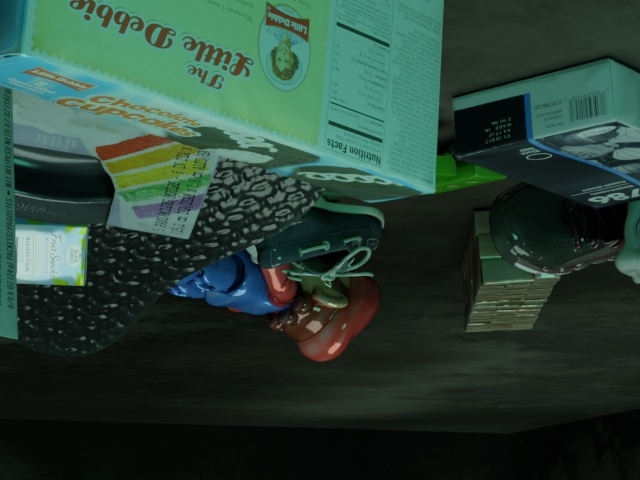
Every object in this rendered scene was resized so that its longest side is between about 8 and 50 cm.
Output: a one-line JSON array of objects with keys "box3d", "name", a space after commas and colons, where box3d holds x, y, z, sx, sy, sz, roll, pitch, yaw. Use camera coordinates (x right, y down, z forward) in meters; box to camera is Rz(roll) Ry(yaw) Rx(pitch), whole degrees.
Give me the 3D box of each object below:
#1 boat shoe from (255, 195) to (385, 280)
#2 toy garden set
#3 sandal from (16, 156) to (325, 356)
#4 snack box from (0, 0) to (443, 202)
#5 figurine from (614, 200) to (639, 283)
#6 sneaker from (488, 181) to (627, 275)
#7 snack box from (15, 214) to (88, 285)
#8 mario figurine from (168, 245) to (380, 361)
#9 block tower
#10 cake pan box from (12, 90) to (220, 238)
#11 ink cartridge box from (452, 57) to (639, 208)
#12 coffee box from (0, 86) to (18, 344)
[{"box3d": [0.000, 0.000, 1.736, 0.095, 0.079, 0.254, -8, 173, 18], "name": "boat shoe"}, {"box3d": [0.020, -0.072, 1.692, 0.244, 0.049, 0.204, 1, 172, -40], "name": "toy garden set"}, {"box3d": [-0.157, -0.037, 1.588, 0.167, 0.107, 0.445, 27, 137, -32], "name": "sandal"}, {"box3d": [-0.051, -0.146, 0.988, 0.060, 0.187, 0.322, -7, 164, 42], "name": "snack box"}, {"box3d": [0.424, 0.023, 1.772, 0.215, 0.092, 0.209, -20, 138, 19], "name": "figurine"}, {"box3d": [0.321, -0.035, 1.829, 0.281, 0.106, 0.162, -2, 165, -35], "name": "sneaker"}, {"box3d": [-0.293, -0.044, 1.437, 0.207, 0.174, 0.070, 1, 130, -7], "name": "snack box"}, {"box3d": [-0.071, 0.022, 2.017, 0.320, 0.170, 0.198, 17, -165, -30], "name": "mario figurine"}, {"box3d": [0.224, 0.038, 2.125, 0.097, 0.091, 0.335, -3, 167, -1], "name": "block tower"}, {"box3d": [-0.188, -0.102, 1.262, 0.245, 0.070, 0.267, 12, 150, -11], "name": "cake pan box"}, {"box3d": [0.280, -0.089, 1.647, 0.165, 0.065, 0.332, -13, 165, 36], "name": "ink cartridge box"}, {"box3d": [-0.268, -0.087, 0.991, 0.119, 0.297, 0.168, -9, 165, 26], "name": "coffee box"}]
